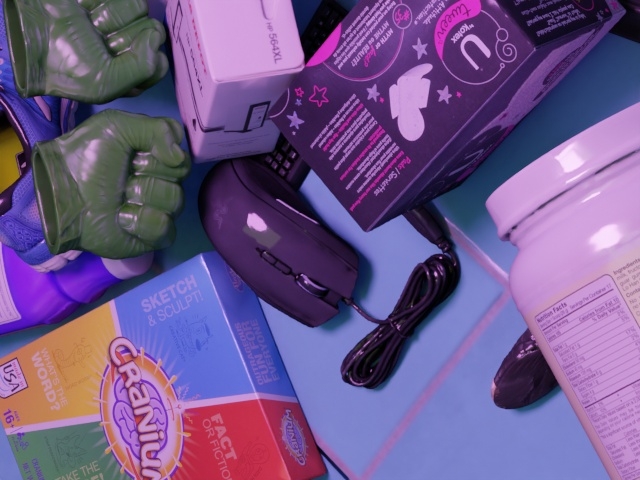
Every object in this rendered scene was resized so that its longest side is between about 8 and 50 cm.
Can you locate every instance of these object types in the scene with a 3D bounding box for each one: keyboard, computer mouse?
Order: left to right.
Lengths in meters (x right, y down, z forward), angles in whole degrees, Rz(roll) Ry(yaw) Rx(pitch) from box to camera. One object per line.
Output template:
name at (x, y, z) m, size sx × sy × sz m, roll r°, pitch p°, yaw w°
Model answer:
keyboard at (-0.003, -0.127, 1.642) m, size 0.108 × 0.023 × 0.180 m, roll 41°, pitch 115°, yaw 22°
computer mouse at (0.000, 0.000, 1.614) m, size 0.262 × 0.060 × 0.184 m, roll 47°, pitch 115°, yaw 11°

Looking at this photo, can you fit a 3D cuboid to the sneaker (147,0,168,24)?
sneaker at (-0.267, -0.272, 1.734) m, size 0.305 × 0.114 × 0.152 m, roll 24°, pitch 106°, yaw 27°

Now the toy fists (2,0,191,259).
toy fists at (-0.197, -0.122, 1.612) m, size 0.096 × 0.142 × 0.279 m, roll 162°, pitch 97°, yaw -68°

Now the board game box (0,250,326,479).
board game box at (-0.173, 0.177, 1.749) m, size 0.317 × 0.064 × 0.242 m, roll -28°, pitch 80°, yaw 31°

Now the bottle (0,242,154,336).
bottle at (-0.299, 0.032, 1.796) m, size 0.283 × 0.092 × 0.118 m, roll -15°, pitch 85°, yaw 31°

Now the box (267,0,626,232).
box at (0.106, -0.146, 1.461) m, size 0.142 × 0.163 × 0.247 m, roll 52°, pitch 130°, yaw 10°

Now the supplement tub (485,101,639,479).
supplement tub at (0.290, 0.065, 1.348) m, size 0.235 × 0.235 × 0.324 m, roll -33°, pitch 79°, yaw 30°

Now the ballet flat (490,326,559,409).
ballet flat at (0.205, 0.079, 1.527) m, size 0.173 × 0.057 × 0.049 m, roll -56°, pitch 27°, yaw 21°

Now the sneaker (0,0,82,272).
sneaker at (-0.315, -0.130, 1.721) m, size 0.130 × 0.147 × 0.330 m, roll -34°, pitch 55°, yaw 14°

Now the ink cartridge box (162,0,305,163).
ink cartridge box at (-0.082, -0.175, 1.570) m, size 0.086 × 0.203 × 0.148 m, roll -10°, pitch 74°, yaw -12°

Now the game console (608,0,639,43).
game console at (0.307, -0.216, 1.433) m, size 0.361 × 0.044 × 0.213 m, roll 25°, pitch 105°, yaw 27°
